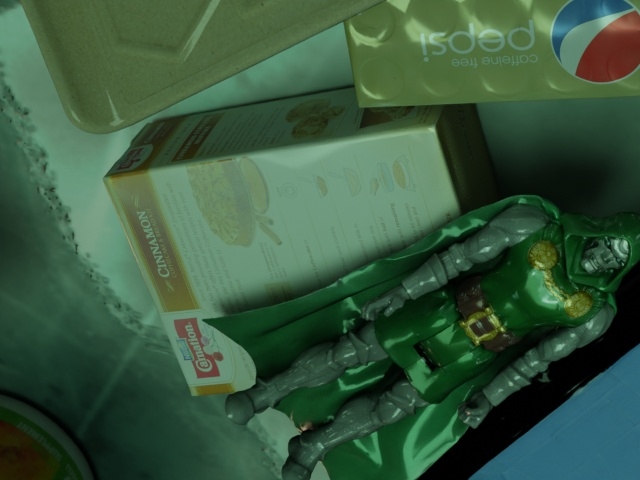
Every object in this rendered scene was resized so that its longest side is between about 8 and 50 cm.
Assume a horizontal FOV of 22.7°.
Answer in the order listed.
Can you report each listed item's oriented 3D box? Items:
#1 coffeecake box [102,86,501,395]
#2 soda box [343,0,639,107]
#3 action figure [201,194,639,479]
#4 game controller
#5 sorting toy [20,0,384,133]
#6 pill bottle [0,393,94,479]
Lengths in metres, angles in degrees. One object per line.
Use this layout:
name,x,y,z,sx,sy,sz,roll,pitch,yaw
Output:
coffeecake box,0.000,0.000,0.842,0.185,0.068,0.142,-7,118,23
soda box,0.104,-0.104,0.751,0.181,0.058,0.061,-1,119,19
action figure,0.060,0.046,0.773,0.232,0.063,0.137,-33,104,29
game controller,0.172,0.100,0.843,0.166,0.067,0.319,40,125,-7
sorting toy,-0.062,-0.174,0.755,0.208,0.038,0.193,-22,90,25
pill bottle,-0.241,0.211,0.946,0.136,0.246,0.136,9,122,14
